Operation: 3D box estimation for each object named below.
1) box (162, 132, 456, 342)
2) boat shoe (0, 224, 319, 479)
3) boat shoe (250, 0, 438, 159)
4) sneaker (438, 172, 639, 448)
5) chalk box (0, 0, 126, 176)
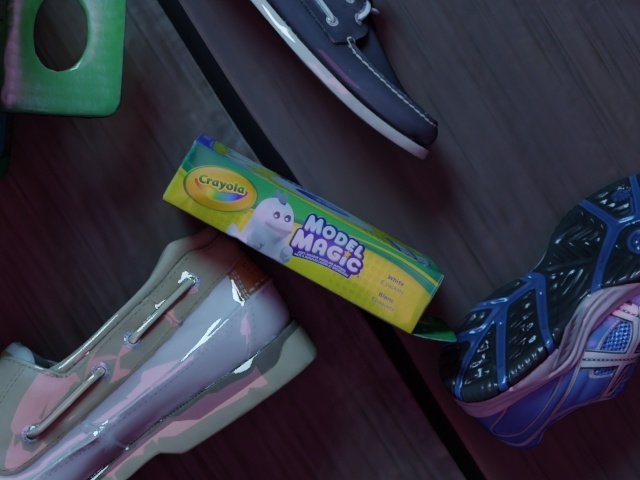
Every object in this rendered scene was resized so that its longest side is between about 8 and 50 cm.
[{"bbox_3d":[0.000,0.000,1.071,0.179,0.105,0.043,30,94,-5],"label":"box"},{"bbox_3d":[-0.153,0.105,1.078,0.302,0.113,0.103,-34,94,-10],"label":"boat shoe"},{"bbox_3d":[0.002,-0.134,1.076,0.065,0.075,0.206,-44,90,5],"label":"boat shoe"},{"bbox_3d":[0.163,0.037,1.104,0.211,0.080,0.081,-37,131,-6],"label":"sneaker"},{"bbox_3d":[-0.251,-0.119,1.015,0.289,0.179,0.180,3,95,-2],"label":"chalk box"}]
